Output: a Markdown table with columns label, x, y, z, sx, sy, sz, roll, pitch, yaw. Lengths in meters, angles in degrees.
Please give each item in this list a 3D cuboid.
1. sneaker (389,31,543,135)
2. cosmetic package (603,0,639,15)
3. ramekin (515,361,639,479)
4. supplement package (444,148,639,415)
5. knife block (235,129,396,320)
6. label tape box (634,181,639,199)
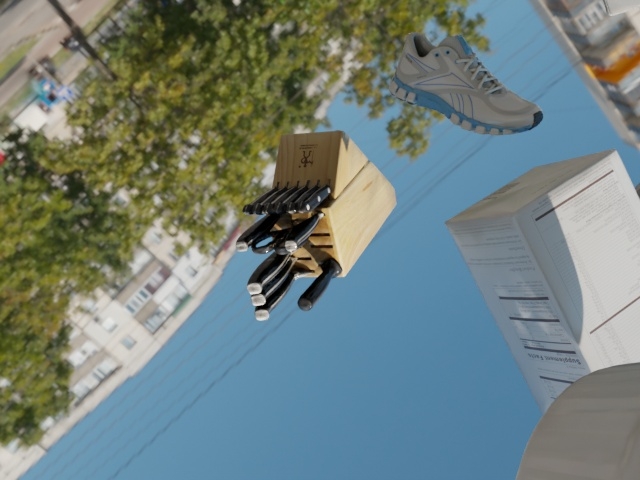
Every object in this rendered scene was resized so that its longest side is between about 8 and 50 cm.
| label | x | y | z | sx | sy | sz | roll | pitch | yaw |
| --- | --- | --- | --- | --- | --- | --- | --- | --- | --- |
| sneaker | 0.153 | -0.173 | 0.849 | 0.190 | 0.083 | 0.071 | 29 | -142 | 33 |
| cosmetic package | 0.277 | -0.332 | 0.684 | 0.127 | 0.238 | 0.107 | -8 | -142 | 37 |
| ramekin | 0.270 | 0.215 | 0.573 | 0.277 | 0.277 | 0.135 | -54 | -162 | -24 |
| supplement package | 0.259 | 0.053 | 0.806 | 0.139 | 0.244 | 0.134 | -30 | -173 | -18 |
| knife block | 0.000 | 0.000 | 0.984 | 0.088 | 0.275 | 0.242 | 0 | -108 | 25 |
| label tape box | 0.655 | 0.015 | 1.205 | 0.115 | 0.249 | 0.348 | -47 | -163 | 6 |
